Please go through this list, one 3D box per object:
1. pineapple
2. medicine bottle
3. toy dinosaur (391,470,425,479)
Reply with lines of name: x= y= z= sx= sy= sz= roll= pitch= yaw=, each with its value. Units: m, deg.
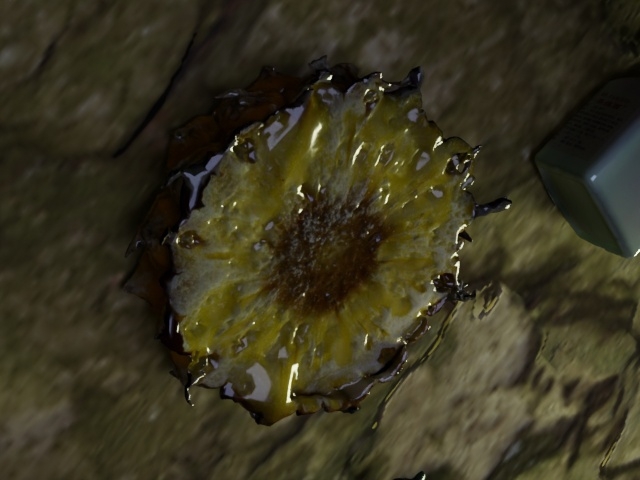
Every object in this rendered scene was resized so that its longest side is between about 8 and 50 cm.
pineapple: x=0.000 y=0.000 z=0.709 sx=0.221 sy=0.047 sz=0.221 roll=-14 pitch=117 yaw=-28
medicine bottle: x=0.190 y=-0.057 z=0.799 sx=0.118 sy=0.055 sz=0.074 roll=-45 pitch=124 yaw=-10
toy dinosaur: x=0.036 y=0.271 z=0.797 sx=0.120 sy=0.079 sz=0.292 roll=-8 pitch=111 yaw=-54
